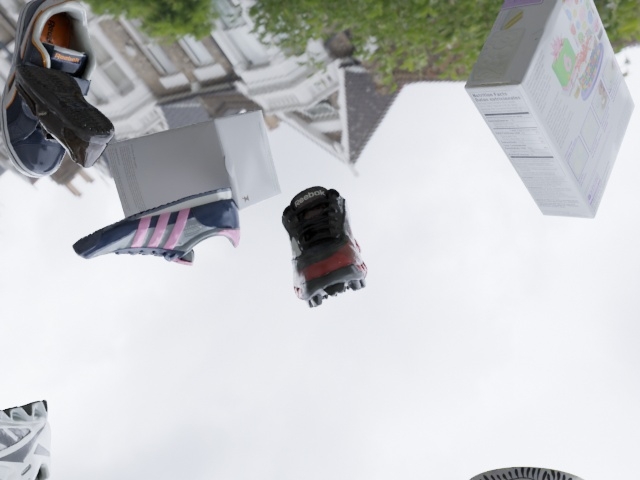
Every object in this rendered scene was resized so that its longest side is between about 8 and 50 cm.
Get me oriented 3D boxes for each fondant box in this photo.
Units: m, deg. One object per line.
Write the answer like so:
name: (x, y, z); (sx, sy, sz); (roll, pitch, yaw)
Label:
fondant box: (0.370, -0.222, 1.113); (0.096, 0.330, 0.238); (8, -117, 42)

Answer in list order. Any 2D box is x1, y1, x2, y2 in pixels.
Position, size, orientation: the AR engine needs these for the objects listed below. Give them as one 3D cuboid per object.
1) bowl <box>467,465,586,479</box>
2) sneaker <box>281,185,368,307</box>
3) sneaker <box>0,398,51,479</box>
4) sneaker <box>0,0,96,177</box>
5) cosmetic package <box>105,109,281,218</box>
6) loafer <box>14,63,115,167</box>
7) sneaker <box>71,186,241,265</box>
bowl: (0.266, 0.360, 0.910); (0.170, 0.170, 0.080); (-17, -137, 28)
sneaker: (0.000, 0.000, 0.938); (0.098, 0.135, 0.276); (-19, -170, 4)
sneaker: (-0.470, 0.313, 0.985); (0.122, 0.330, 0.146); (-19, -99, 12)
sneaker: (-0.477, -0.272, 1.255); (0.127, 0.126, 0.321); (5, -87, 41)
cosmetic package: (-0.286, -0.156, 1.571); (0.366, 0.196, 0.155); (-3, -165, 36)
loafer: (-0.367, -0.174, 0.988); (0.220, 0.080, 0.078); (44, -59, 34)
sneaker: (-0.304, 0.001, 1.364); (0.319, 0.131, 0.112); (-19, -174, -6)
